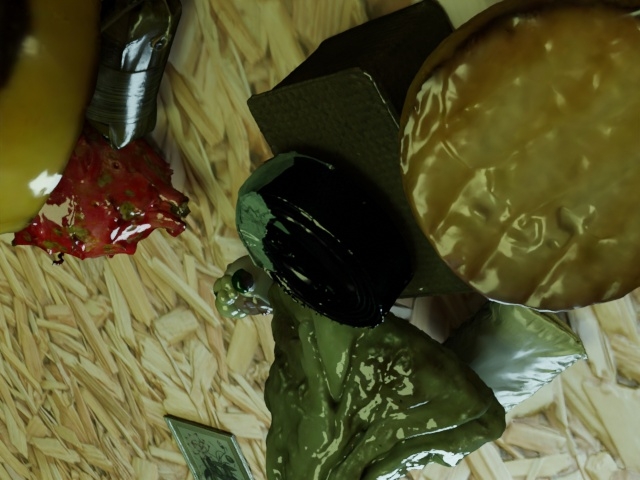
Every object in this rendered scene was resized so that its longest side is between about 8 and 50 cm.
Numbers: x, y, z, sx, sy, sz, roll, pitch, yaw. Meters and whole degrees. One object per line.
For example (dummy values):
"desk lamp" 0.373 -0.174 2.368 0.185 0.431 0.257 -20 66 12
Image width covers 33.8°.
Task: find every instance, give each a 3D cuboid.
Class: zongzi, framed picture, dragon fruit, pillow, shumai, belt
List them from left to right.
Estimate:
"zongzi" -0.279 -0.269 1.276 0.241 0.111 0.248 42 138 12
"dragon fruit" -0.298 -0.072 1.414 0.268 0.210 0.205 12 120 7
"framed picture" -0.188 0.419 1.936 0.173 0.010 0.231 7 131 37
"belt" 0.000 0.000 1.078 0.198 0.078 0.151 46 147 -12
"shumai" 0.022 0.215 1.240 0.304 0.263 0.309 39 166 -33
"pillow" 0.218 0.139 1.276 0.128 0.051 0.229 42 145 4

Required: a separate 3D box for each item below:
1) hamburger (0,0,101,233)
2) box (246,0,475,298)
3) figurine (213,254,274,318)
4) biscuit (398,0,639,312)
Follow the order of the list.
"hamburger" -0.445 -0.194 1.183 0.277 0.396 0.396 14 156 -33
"box" 0.080 -0.086 1.103 0.184 0.143 0.273 -10 120 45
"figurine" -0.059 0.066 1.411 0.197 0.093 0.147 2 163 39
"biscuit" 0.216 -0.082 0.944 0.296 0.102 0.296 1 112 3
